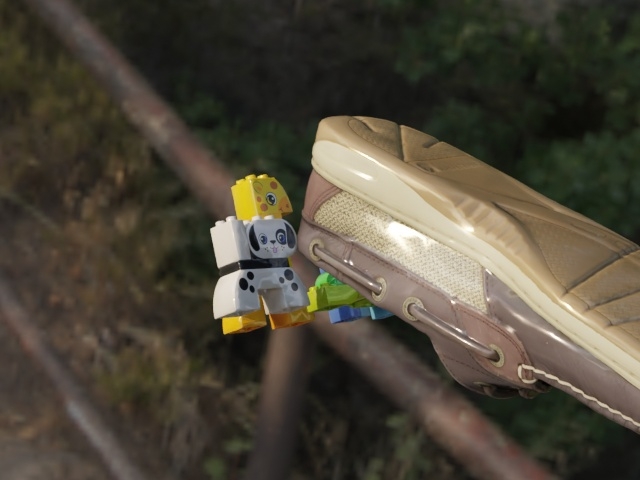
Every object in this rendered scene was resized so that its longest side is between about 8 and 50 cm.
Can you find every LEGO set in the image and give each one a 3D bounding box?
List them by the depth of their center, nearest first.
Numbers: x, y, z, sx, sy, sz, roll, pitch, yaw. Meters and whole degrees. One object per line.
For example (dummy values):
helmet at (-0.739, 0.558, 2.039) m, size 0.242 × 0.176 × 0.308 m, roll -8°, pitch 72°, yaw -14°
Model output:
LEGO set at (0.000, 0.000, 0.989) m, size 0.227 × 0.093 × 0.087 m, roll -3°, pitch -13°, yaw -44°

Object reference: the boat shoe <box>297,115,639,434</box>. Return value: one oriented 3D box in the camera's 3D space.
boat shoe at (0.097, 0.033, 0.814) m, size 0.285 × 0.092 × 0.103 m, roll 34°, pitch 28°, yaw 32°
